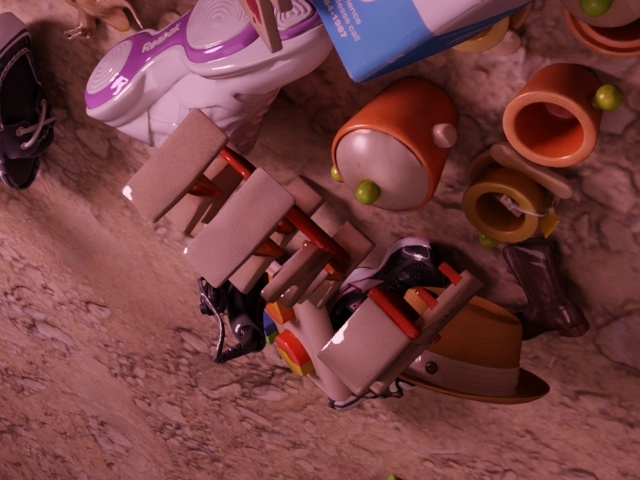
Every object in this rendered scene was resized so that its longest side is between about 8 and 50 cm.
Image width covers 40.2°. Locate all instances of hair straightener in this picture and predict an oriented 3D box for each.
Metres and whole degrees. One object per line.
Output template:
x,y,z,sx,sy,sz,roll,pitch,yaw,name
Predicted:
-0.089,0.049,0.772,0.089,0.230,0.047,41,101,-12,hair straightener

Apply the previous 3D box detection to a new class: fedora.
0.132,0.094,0.849,0.194,0.194,0.079,16,98,23,fedora

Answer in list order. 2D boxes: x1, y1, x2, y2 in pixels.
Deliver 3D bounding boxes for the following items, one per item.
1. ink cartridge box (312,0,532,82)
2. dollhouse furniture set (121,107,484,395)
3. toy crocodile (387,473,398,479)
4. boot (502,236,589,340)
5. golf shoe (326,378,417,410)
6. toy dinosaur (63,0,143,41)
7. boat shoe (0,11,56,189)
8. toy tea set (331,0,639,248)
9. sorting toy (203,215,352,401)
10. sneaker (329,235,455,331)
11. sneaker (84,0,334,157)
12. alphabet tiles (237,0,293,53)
0.101,-0.251,0.441,0.307,0.129,0.223,-24,92,50,ink cartridge box
0.000,0.000,0.769,0.259,0.135,0.262,43,-174,19,dollhouse furniture set
0.023,0.436,1.406,0.115,0.105,0.340,39,149,-8,toy crocodile
0.197,0.045,0.854,0.106,0.037,0.114,-10,123,45,boot
0.069,0.170,1.065,0.094,0.077,0.198,29,146,7,golf shoe
-0.214,-0.235,0.834,0.092,0.053,0.183,46,160,-27,toy dinosaur
-0.353,-0.143,1.004,0.102,0.108,0.301,37,147,-4,boat shoe
0.125,-0.101,0.660,0.200,0.124,0.336,29,145,7,toy tea set
-0.057,0.083,1.032,0.208,0.038,0.193,31,148,44,sorting toy
0.071,0.061,0.934,0.072,0.077,0.178,39,144,-9,sneaker
-0.081,-0.150,0.807,0.305,0.114,0.152,-8,146,44,sneaker
-0.089,-0.297,0.535,0.285,0.011,0.342,-120,11,-46,alphabet tiles
